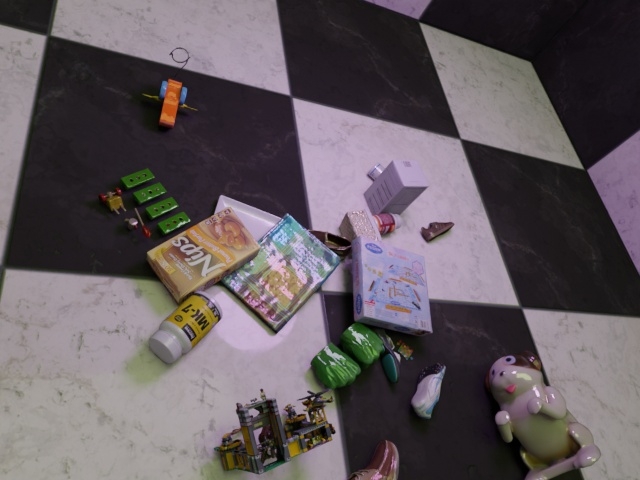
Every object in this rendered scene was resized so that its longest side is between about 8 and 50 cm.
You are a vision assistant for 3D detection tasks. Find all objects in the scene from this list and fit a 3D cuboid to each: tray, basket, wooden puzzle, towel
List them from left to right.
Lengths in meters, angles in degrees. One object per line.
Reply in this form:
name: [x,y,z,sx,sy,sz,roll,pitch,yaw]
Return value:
tray: [-0.258,-0.058,1.900,0.270,0.030,0.145,21,50,-15]
towel: [-0.129,0.103,1.813,0.271,0.040,0.370,42,60,3]
basket: [0.153,-0.028,2.051,0.103,0.113,0.167,-2,53,-24]
wooden puzzle: [0.312,0.406,1.920,0.083,0.006,0.049,43,48,3]

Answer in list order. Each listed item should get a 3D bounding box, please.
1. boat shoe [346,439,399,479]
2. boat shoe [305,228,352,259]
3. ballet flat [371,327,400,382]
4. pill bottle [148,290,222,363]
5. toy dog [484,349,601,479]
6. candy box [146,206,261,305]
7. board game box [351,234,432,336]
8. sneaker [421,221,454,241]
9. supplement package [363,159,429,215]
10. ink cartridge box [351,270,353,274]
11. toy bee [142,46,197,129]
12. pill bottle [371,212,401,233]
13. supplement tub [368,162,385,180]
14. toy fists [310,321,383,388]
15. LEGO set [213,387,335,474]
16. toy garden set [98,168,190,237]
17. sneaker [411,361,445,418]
boat shoe: [0.139,0.728,1.531,0.116,0.123,0.324,32,47,-4]
boat shoe: [0.000,-0.007,1.967,0.257,0.095,0.095,15,53,-20]
ballet flat: [0.243,0.399,1.847,0.074,0.074,0.203,-11,63,-34]
pill bottle: [-0.399,0.257,1.547,0.119,0.119,0.208,41,49,1]
toy dog: [0.778,0.600,1.878,0.395,0.284,0.408,-11,65,-49]
candy box: [-0.374,0.045,1.690,0.316,0.087,0.183,-33,78,-29]
board game box: [0.262,0.170,1.924,0.319,0.066,0.318,18,57,-29]
sneaker: [0.523,-0.060,2.319,0.188,0.066,0.071,-24,72,-39]
supplement package: [0.312,-0.211,2.184,0.139,0.244,0.134,-3,62,-32]
ink cartridge box: [0.192,0.131,1.985,0.104,0.061,0.181,-31,87,-39]
toy bee: [-0.562,-0.556,2.012,0.195,0.162,0.298,34,73,-15]
pill bottle: [0.261,-0.070,2.164,0.152,0.086,0.086,-11,65,-34]
supplement tub: [0.272,-0.289,2.331,0.107,0.071,0.071,43,49,2]
toy fists: [0.097,0.394,1.750,0.142,0.096,0.279,41,47,21]
LEGO set: [-0.132,0.496,1.447,0.331,0.255,0.192,-11,82,-27]
toy garden set: [-0.591,-0.105,1.736,0.244,0.049,0.204,50,47,8]
sneaker: [0.388,0.526,1.843,0.086,0.085,0.237,60,42,-17]
